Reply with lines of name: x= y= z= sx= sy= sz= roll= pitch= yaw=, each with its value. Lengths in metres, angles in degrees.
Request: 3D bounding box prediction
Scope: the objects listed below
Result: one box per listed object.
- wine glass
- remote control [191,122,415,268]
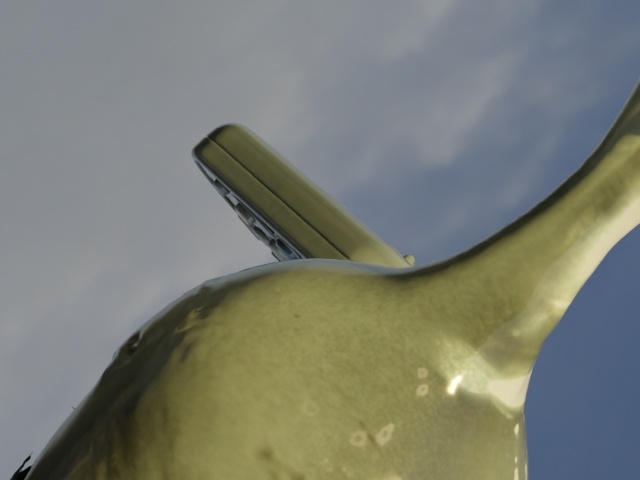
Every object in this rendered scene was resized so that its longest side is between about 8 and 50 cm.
wine glass: x=0.030 y=0.035 z=0.564 sx=0.321 sy=0.143 sz=0.143 roll=-47 pitch=-154 yaw=22
remote control: x=0.000 y=0.000 z=1.065 sx=0.047 sy=0.087 sz=0.244 roll=-40 pitch=-142 yaw=-7
